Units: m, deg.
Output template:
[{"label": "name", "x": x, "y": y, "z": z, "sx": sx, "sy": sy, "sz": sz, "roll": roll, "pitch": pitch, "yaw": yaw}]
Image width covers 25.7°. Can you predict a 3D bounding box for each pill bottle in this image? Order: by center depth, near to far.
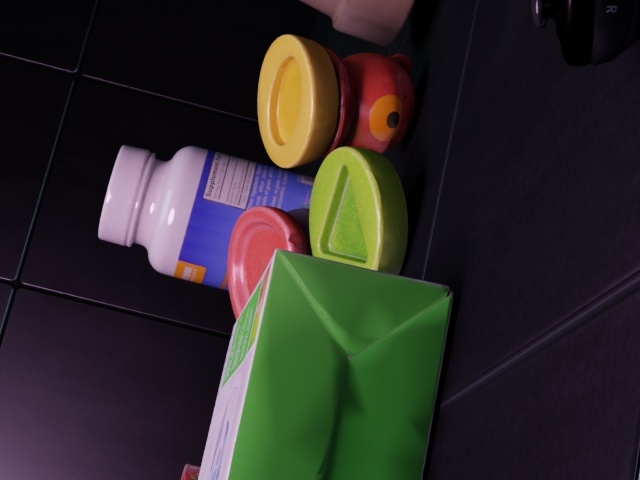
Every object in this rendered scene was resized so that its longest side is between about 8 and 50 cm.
[{"label": "pill bottle", "x": -0.108, "y": -0.020, "z": 1.598, "sx": 0.152, "sy": 0.272, "sz": 0.152, "roll": -166, "pitch": 90, "yaw": -85}]

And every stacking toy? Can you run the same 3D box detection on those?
[{"label": "stacking toy", "x": 0.033, "y": -0.006, "z": 1.284, "sx": 0.279, "sy": 0.130, "sz": 0.309, "roll": 55, "pitch": 139, "yaw": 48}]

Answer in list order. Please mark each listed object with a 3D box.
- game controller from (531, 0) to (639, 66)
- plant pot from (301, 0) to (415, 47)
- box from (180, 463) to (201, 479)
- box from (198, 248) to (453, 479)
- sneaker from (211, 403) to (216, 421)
[{"label": "game controller", "x": 0.115, "y": -0.240, "z": 0.596, "sx": 0.166, "sy": 0.067, "sz": 0.319, "roll": -94, "pitch": 1, "yaw": -68}, {"label": "plant pot", "x": -0.020, "y": -0.381, "z": 1.384, "sx": 0.323, "sy": 0.280, "sz": 0.323, "roll": -166, "pitch": 90, "yaw": -86}, {"label": "box", "x": -0.086, "y": 0.309, "z": 1.305, "sx": 0.257, "sy": 0.122, "sz": 0.128, "roll": -128, "pitch": 52, "yaw": -83}, {"label": "box", "x": -0.013, "y": 0.168, "z": 0.950, "sx": 0.231, "sy": 0.126, "sz": 0.262, "roll": 127, "pitch": 156, "yaw": -71}, {"label": "sneaker", "x": -0.048, "y": 0.198, "z": 1.404, "sx": 0.290, "sy": 0.106, "sz": 0.123, "roll": -54, "pitch": -25, "yaw": -77}]
